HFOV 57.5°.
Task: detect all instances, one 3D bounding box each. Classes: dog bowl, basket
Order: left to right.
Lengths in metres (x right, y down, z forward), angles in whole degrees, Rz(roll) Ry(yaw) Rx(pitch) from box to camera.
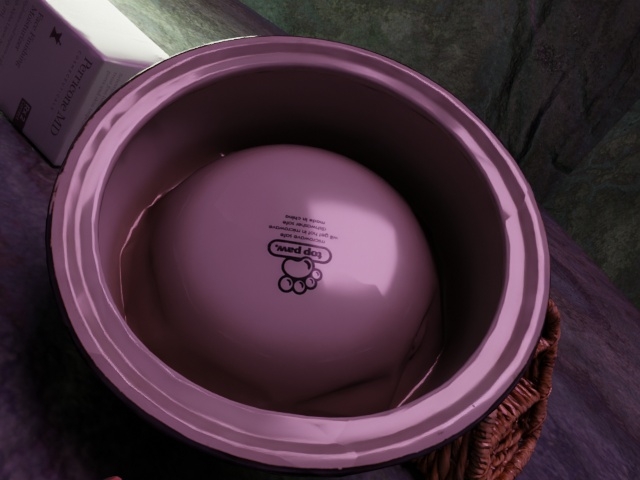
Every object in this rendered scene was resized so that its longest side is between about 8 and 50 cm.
[{"bbox_3d":[-0.017,0.009,0.534,0.407,0.150,0.408,5,59,-9],"label":"dog bowl"},{"bbox_3d":[0.218,0.162,0.726,0.223,0.214,0.299,47,24,24],"label":"basket"}]

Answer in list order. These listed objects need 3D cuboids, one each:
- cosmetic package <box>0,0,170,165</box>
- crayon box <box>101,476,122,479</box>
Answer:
[{"bbox_3d":[-0.304,-0.210,0.742,0.183,0.151,0.151,42,23,14],"label":"cosmetic package"},{"bbox_3d":[-0.100,0.272,0.216,0.318,0.081,0.202,49,24,23],"label":"crayon box"}]
